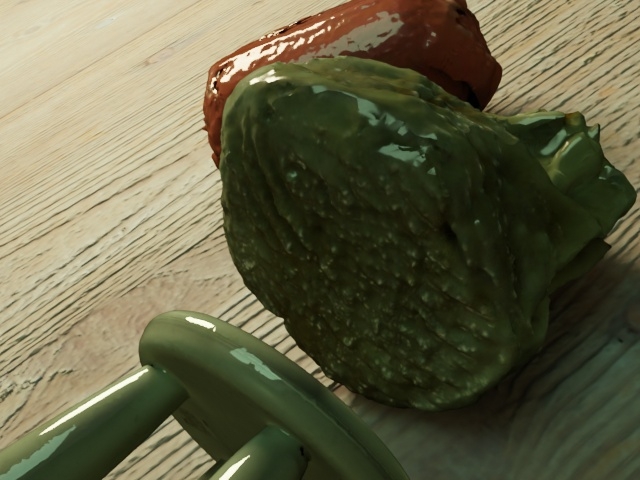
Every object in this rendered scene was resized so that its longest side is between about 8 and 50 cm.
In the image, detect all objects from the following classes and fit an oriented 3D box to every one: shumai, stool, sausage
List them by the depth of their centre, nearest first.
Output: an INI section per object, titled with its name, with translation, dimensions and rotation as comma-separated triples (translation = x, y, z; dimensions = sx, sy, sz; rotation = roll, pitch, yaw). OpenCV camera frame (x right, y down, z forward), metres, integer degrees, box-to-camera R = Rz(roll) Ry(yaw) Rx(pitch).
[stool]
translation = -0.077, 0.166, 0.492
dimensions = 0.195, 0.195, 0.198
rotation = 18, 54, 41
[shumai]
translation = 0.063, -0.030, 0.658
dimensions = 0.261, 0.225, 0.222
rotation = 37, 46, 7
[sausage]
translation = 0.023, -0.138, 0.857
dimensions = 0.280, 0.152, 0.152
rotation = -18, 37, 11
